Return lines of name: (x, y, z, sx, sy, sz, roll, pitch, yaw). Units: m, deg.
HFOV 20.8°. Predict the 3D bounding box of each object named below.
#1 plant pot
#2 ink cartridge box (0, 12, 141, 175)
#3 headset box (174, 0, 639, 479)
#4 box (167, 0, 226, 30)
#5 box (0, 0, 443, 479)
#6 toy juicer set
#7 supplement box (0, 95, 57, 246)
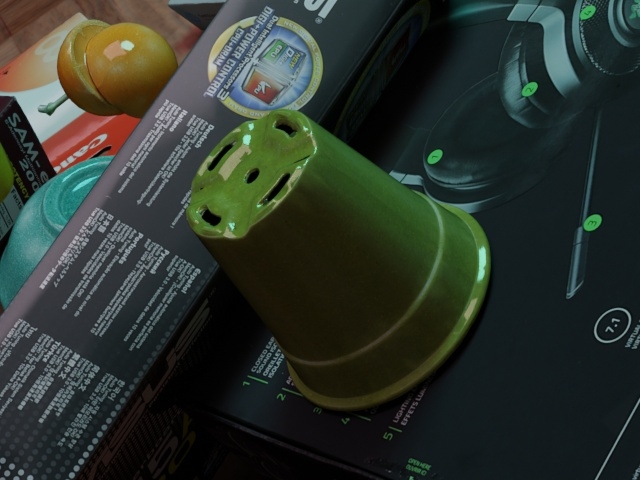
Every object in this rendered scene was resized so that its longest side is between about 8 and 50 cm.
plant pot: (0.000, 0.000, 0.566, 0.083, 0.079, 0.083, -26, 41, 25)
ink cartridge box: (-0.196, -0.083, 1.212, 0.145, 0.045, 0.179, -36, 27, -5)
headset box: (0.118, 0.017, 0.612, 0.283, 0.131, 0.246, 13, 64, 49)
box: (-0.018, -0.233, 1.196, 0.145, 0.038, 0.186, 10, 70, 57)
box: (-0.043, 0.011, 0.718, 0.060, 0.216, 0.270, 30, 73, 11)
toy juicer set: (-0.081, -0.010, 0.959, 0.209, 0.089, 0.329, -31, 49, -23)
supplement box: (-0.287, 0.007, 1.090, 0.130, 0.073, 0.239, 4, 44, 31)
